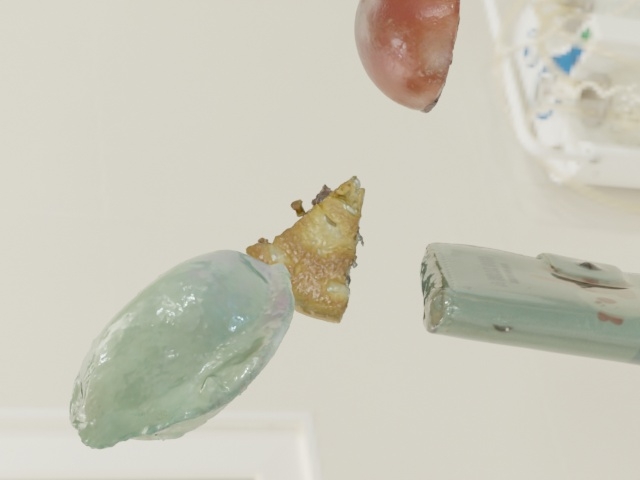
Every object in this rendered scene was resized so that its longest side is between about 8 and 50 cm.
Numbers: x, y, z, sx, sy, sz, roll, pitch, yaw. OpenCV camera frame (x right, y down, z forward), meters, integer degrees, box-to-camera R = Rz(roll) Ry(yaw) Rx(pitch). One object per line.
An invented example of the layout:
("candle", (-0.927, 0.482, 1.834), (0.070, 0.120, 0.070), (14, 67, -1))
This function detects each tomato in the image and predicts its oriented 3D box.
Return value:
("tomato", (0.105, -0.282, 1.661), (0.199, 0.112, 0.228), (165, 109, -77))

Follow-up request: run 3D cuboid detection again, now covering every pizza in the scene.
("pizza", (0.001, 0.001, 1.699), (0.194, 0.154, 0.069), (-59, -10, -9))

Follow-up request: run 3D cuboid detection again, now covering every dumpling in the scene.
("dumpling", (-0.090, 0.092, 0.990), (0.149, 0.217, 0.105), (37, 156, 33))

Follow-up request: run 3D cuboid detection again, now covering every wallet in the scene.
("wallet", (0.278, 0.073, 1.351), (0.252, 0.360, 0.083), (-90, 10, -78))
